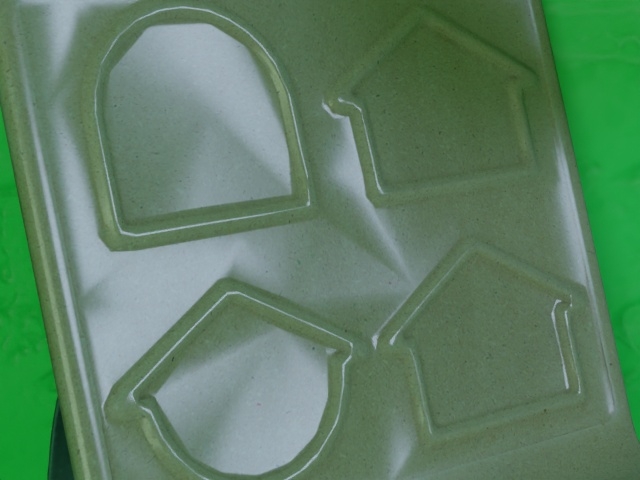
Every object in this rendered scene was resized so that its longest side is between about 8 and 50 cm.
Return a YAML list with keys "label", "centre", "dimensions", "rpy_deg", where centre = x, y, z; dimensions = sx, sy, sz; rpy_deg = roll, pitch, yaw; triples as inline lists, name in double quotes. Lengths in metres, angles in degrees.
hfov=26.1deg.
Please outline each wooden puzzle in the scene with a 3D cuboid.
- label: "wooden puzzle"
  centre: [0.000, 0.000, 0.704]
  dimensions: [0.080, 0.322, 0.348]
  rpy_deg: [-25, 78, 57]

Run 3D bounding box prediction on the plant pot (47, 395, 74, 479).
- label: "plant pot"
  centre: [-0.045, 0.223, 0.772]
  dimensions: [0.196, 0.293, 0.293]
  rpy_deg: [0, 101, -15]
